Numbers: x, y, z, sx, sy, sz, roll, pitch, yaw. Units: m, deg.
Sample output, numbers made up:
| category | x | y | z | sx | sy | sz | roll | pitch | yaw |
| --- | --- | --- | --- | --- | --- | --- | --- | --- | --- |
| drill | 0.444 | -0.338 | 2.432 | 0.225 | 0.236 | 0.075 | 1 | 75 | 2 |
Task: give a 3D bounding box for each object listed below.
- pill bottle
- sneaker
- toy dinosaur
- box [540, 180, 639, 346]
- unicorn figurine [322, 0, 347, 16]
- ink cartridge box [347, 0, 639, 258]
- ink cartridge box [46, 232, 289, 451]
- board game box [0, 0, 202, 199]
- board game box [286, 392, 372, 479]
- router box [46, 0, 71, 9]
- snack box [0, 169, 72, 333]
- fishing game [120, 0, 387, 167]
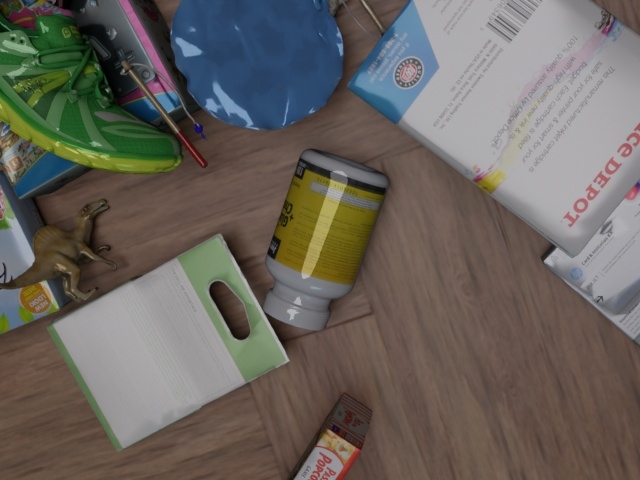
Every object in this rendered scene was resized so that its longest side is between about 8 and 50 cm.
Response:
| category | x | y | z | sx | sy | sz | roll | pitch | yaw |
| --- | --- | --- | --- | --- | --- | --- | --- | --- | --- |
| pill bottle | 0.000 | 0.000 | 1.078 | 0.103 | 0.103 | 0.184 | 20 | 98 | 5 |
| sneaker | -0.266 | -0.161 | 0.998 | 0.296 | 0.109 | 0.123 | 31 | 101 | 2 |
| toy dinosaur | -0.293 | 0.029 | 1.114 | 0.092 | 0.183 | 0.053 | 49 | 135 | -10 |
| box | 0.356 | 0.029 | 1.065 | 0.186 | 0.038 | 0.145 | 40 | 100 | 1 |
| unicorn figurine | -0.029 | -0.232 | 1.078 | 0.111 | 0.060 | 0.162 | 41 | 101 | 3 |
| ink cartridge box | 0.199 | -0.147 | 0.986 | 0.270 | 0.197 | 0.198 | 38 | 99 | 2 |
| ink cartridge box | -0.173 | 0.115 | 1.140 | 0.235 | 0.056 | 0.171 | -28 | 92 | 7 |
| board game box | -0.299 | -0.232 | 1.099 | 0.224 | 0.097 | 0.303 | -28 | 93 | 10 |
| board game box | -0.016 | 0.275 | 1.089 | 0.045 | 0.147 | 0.193 | 32 | 100 | 4 |
| router box | -0.300 | -0.309 | 1.023 | 0.122 | 0.038 | 0.092 | 28 | 98 | 4 |
| snack box | -0.417 | 0.033 | 1.153 | 0.207 | 0.070 | 0.174 | -21 | 99 | 11 |
| fishing game | -0.068 | -0.203 | 1.031 | 0.264 | 0.041 | 0.189 | -39 | 91 | -13 |
